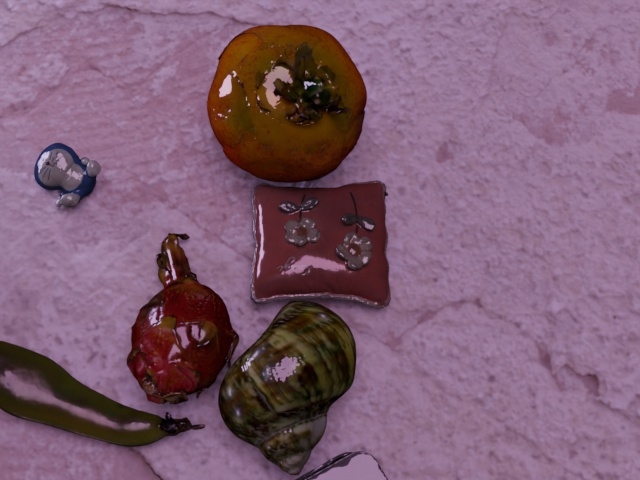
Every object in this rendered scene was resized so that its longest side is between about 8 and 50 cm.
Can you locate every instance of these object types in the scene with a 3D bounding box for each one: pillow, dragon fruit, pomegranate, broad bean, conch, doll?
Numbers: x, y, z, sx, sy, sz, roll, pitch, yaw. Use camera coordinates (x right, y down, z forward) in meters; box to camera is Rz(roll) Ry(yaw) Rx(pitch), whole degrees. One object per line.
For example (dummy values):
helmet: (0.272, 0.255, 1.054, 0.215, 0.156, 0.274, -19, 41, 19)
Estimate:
pillow: (0.000, 0.000, 1.504, 0.179, 0.075, 0.171, 0, 67, -4)
dragon fruit: (-0.172, 0.086, 1.440, 0.125, 0.125, 0.246, 17, 42, -32)
pomegranate: (-0.039, -0.176, 1.487, 0.210, 0.235, 0.210, 2, 84, -16)
broad bean: (-0.297, 0.190, 1.412, 0.325, 0.067, 0.075, 20, 98, 0)
conch: (-0.027, 0.173, 1.400, 0.187, 0.124, 0.181, 1, 106, -37)
doll: (-0.329, -0.083, 1.520, 0.083, 0.050, 0.076, 33, 87, 6)

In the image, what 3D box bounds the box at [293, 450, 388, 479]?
box: (-0.006, 0.343, 1.337, 0.243, 0.135, 0.163, -26, 74, -15)
